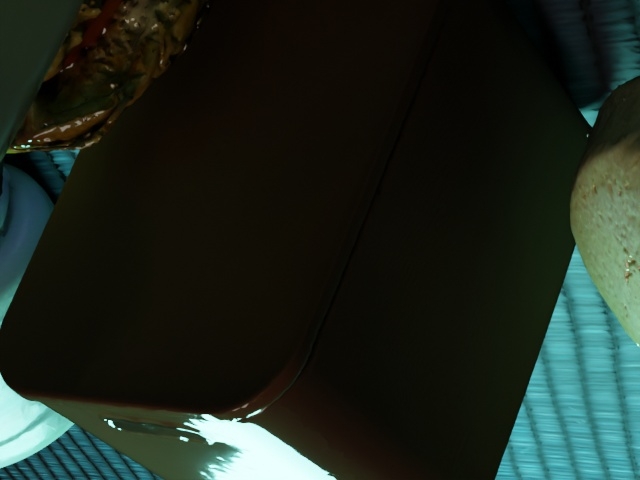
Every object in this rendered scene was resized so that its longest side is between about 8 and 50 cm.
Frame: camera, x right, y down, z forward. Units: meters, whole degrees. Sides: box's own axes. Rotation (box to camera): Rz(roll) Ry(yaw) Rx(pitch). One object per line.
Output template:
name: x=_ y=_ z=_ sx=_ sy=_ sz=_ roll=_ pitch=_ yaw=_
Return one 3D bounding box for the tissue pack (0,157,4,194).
tissue pack: x=-0.379 y=-0.126 z=1.308 sx=0.198 sy=0.210 sz=0.370 roll=-1 pitch=176 yaw=32

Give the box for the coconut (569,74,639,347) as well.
coconut: x=0.261 y=-0.024 z=1.104 sx=0.202 sy=0.222 sz=0.202 roll=45 pitch=147 yaw=40

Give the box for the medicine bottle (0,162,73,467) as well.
medicine bottle: x=-0.335 y=0.028 z=1.700 sx=0.241 sy=0.241 sz=0.302 roll=7 pitch=141 yaw=33

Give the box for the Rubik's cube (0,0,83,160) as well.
Rubik's cube: x=-0.287 y=-0.273 z=0.908 sx=0.344 sy=0.346 sz=0.347 roll=8 pitch=151 yaw=31

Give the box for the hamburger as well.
hamburger: x=-0.181 y=-0.169 z=1.175 sx=0.244 sy=0.244 sz=0.163 roll=-1 pitch=144 yaw=44

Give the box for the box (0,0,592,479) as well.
box: x=0.000 y=0.000 z=1.223 sx=0.239 sy=0.339 sz=0.229 roll=3 pitch=151 yaw=39
